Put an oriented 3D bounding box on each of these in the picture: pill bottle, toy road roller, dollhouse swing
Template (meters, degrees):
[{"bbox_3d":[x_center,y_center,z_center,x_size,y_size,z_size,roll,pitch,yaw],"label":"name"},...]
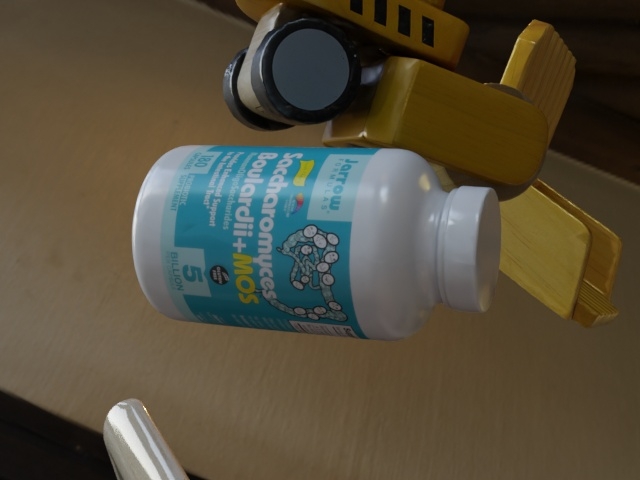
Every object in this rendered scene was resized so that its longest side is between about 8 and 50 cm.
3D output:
[{"bbox_3d":[0.000,0.000,0.701,0.264,0.146,0.146,3,-49,21],"label":"pill bottle"},{"bbox_3d":[0.076,-0.193,0.898,0.330,0.202,0.240,20,-91,-16],"label":"toy road roller"},{"bbox_3d":[0.369,-0.090,1.316,0.315,0.347,0.305,40,-77,22],"label":"dollhouse swing"}]

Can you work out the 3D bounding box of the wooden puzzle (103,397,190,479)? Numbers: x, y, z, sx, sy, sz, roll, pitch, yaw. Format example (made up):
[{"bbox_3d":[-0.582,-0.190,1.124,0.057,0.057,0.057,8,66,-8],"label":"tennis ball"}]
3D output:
[{"bbox_3d":[-0.109,0.347,0.717,0.081,0.322,0.347,-16,-64,-22],"label":"wooden puzzle"}]
